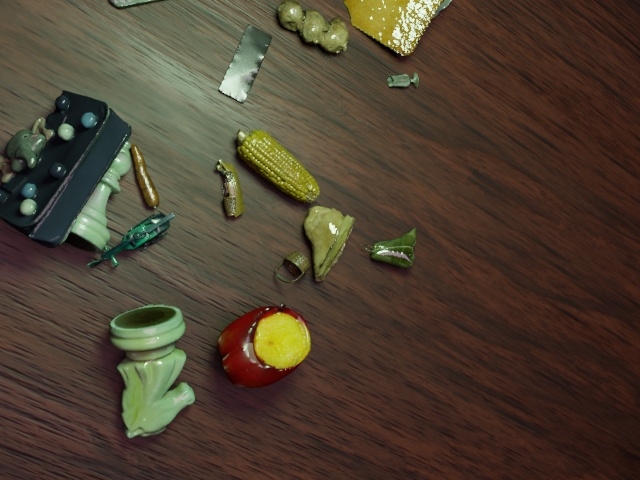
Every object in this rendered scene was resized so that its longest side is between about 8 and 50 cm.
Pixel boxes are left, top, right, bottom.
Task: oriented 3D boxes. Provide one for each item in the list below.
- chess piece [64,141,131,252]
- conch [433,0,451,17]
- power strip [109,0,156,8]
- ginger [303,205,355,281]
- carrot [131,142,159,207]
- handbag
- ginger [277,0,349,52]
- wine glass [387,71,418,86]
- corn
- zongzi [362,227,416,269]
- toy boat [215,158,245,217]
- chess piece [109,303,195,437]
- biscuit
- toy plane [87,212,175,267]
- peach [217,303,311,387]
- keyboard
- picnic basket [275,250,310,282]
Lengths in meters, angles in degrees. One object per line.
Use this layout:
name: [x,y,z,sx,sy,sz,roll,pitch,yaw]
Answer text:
chess piece: [-0.506,-0.117,1.580,0.139,0.139,0.271,28,69,-18]
conch: [0.337,-0.762,1.892,0.277,0.195,0.220,-64,143,-34]
power strip: [-0.424,-0.678,1.648,0.213,0.064,0.198,-19,96,-20]
ginger: [0.000,0.004,1.785,0.123,0.115,0.193,23,88,3]
carrot: [-0.426,-0.155,1.650,0.036,0.036,0.165,-22,94,-20]
handbag: [-0.589,-0.171,1.492,0.325,0.269,0.118,-60,142,-12]
ginger: [-0.019,-0.559,1.792,0.204,0.080,0.104,16,69,-22]
wine glass: [0.229,-0.446,1.906,0.083,0.039,0.042,-5,96,-17]
corn: [-0.110,-0.189,1.739,0.262,0.097,0.097,40,75,-16]
zongzi: [0.185,0.003,1.881,0.154,0.062,0.130,15,62,-4]
toy boat: [-0.227,-0.131,1.716,0.049,0.047,0.149,-15,95,-20]
chess piece: [-0.389,0.314,1.604,0.176,0.176,0.298,-8,105,-21]
biscuit: [0.198,-0.647,1.841,0.237,0.013,0.232,32,104,4]
toy plane: [-0.438,0.001,1.611,0.235,0.096,0.060,-32,97,-1]
peach: [-0.131,0.252,1.657,0.226,0.190,0.196,-23,133,-3]
keyboard: [-0.191,-0.453,1.758,0.074,0.015,0.196,24,80,-15]
picnic basket: [-0.073,0.074,1.758,0.083,0.072,0.072,-45,104,-25]
